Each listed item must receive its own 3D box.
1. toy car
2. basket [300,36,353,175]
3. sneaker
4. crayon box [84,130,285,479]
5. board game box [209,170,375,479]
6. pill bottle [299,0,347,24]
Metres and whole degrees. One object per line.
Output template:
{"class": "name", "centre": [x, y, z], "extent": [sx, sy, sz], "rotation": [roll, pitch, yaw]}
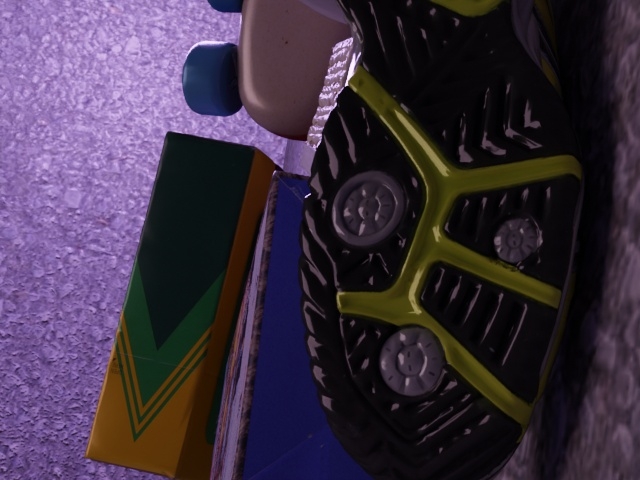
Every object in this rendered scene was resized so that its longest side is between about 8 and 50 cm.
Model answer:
{"class": "toy car", "centre": [0.017, -0.185, 1.334], "extent": [0.238, 0.219, 0.210], "rotation": [28, -111, -66]}
{"class": "basket", "centre": [0.054, -0.086, 0.966], "extent": [0.167, 0.113, 0.103], "rotation": [-118, 42, -82]}
{"class": "sneaker", "centre": [0.080, -0.052, 0.703], "extent": [0.147, 0.145, 0.385], "rotation": [43, -133, -59]}
{"class": "crayon box", "centre": [-0.091, 0.093, 1.367], "extent": [0.363, 0.106, 0.313], "rotation": [40, -117, -70]}
{"class": "board game box", "centre": [0.003, 0.134, 0.929], "extent": [0.291, 0.141, 0.232], "rotation": [108, 170, -57]}
{"class": "pill bottle", "centre": [0.053, -0.323, 0.964], "extent": [0.188, 0.188, 0.334], "rotation": [105, 172, -47]}
